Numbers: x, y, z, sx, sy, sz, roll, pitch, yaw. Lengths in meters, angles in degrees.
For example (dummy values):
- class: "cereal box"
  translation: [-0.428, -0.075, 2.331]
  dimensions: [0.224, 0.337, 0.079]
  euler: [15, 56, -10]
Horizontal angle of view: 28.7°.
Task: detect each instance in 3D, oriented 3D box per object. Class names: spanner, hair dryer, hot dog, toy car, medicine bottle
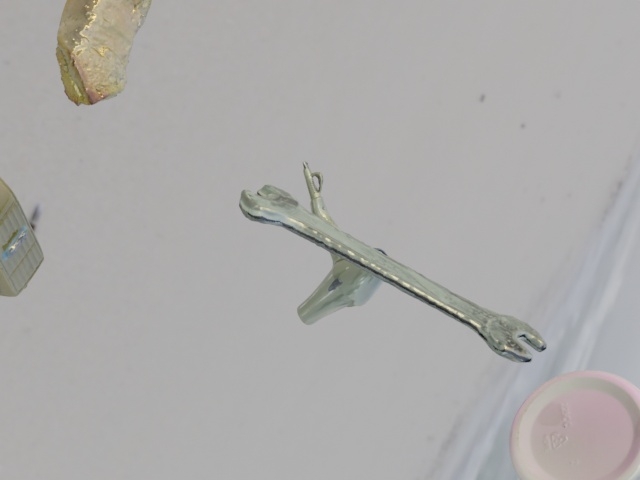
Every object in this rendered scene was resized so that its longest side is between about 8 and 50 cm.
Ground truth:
- class: "spanner"
  translation: [0.064, 0.026, 1.111]
  dimensions: [0.017, 0.302, 0.071]
  euler: [-66, 170, 28]
- class: "hair dryer"
  translation: [-0.006, 0.019, 1.668]
  dimensions: [0.067, 0.199, 0.167]
  euler: [-10, 145, -48]
- class: "hot dog"
  translation: [-0.201, -0.185, 1.120]
  dimensions: [0.061, 0.078, 0.168]
  euler: [-22, -135, 47]
- class: "toy car"
  translation: [-0.453, -0.031, 1.645]
  dimensions: [0.101, 0.124, 0.256]
  euler: [-60, 160, -28]
- class: "medicine bottle"
  translation: [0.273, 0.240, 1.167]
  dimensions: [0.133, 0.133, 0.274]
  euler: [-63, 144, -25]
